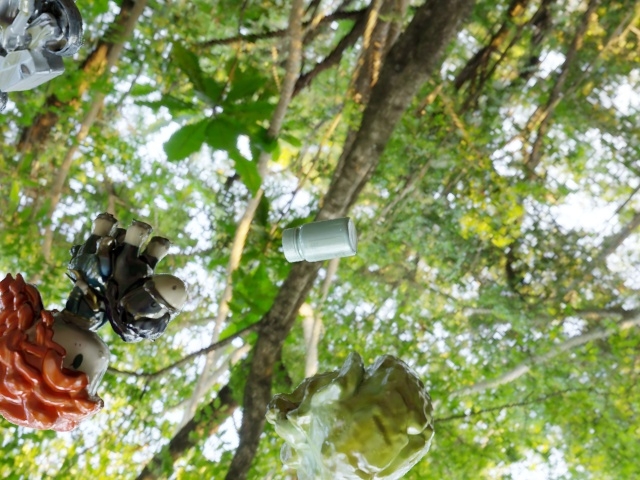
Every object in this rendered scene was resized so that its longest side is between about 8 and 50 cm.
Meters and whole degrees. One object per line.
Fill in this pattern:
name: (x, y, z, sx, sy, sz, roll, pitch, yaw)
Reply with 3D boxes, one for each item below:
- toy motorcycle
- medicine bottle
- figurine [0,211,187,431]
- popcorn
toy motorcycle: (-0.348, -0.243, 0.845, 0.073, 0.225, 0.152, -22, -89, -52)
medicine bottle: (0.000, 0.000, 0.898, 0.083, 0.047, 0.047, -9, -150, 16)
figurine: (-0.422, 0.141, 1.371, 0.306, 0.412, 0.241, 46, 171, 19)
popcorn: (0.046, 0.242, 0.990, 0.204, 0.221, 0.184, -27, -99, -44)
